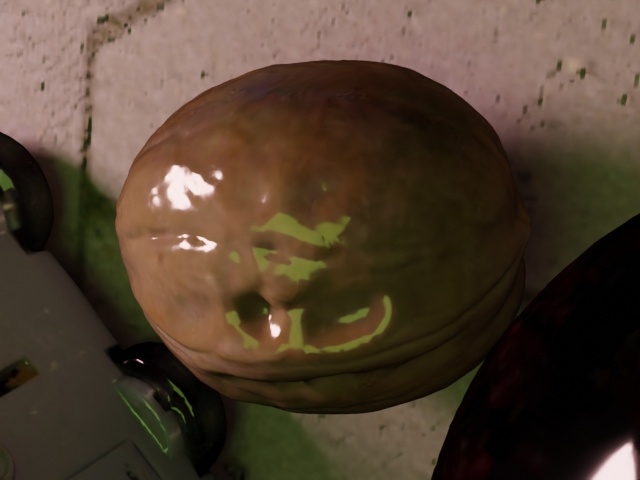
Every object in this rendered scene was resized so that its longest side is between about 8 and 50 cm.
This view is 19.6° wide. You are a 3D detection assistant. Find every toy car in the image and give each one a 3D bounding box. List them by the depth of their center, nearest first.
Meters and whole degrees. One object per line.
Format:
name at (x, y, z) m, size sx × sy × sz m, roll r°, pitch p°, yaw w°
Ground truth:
toy car at (-0.190, 0.098, 0.813) m, size 0.270 × 0.180 × 0.212 m, roll 49°, pitch 129°, yaw 7°

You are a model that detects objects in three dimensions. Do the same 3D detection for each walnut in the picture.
walnut at (0.000, -0.001, 0.710) m, size 0.162 × 0.140 × 0.140 m, roll -9°, pitch 100°, yaw 13°

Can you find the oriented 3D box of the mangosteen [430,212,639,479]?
mangosteen at (0.181, 0.128, 0.566) m, size 0.297 × 0.297 × 0.313 m, roll -3°, pitch 139°, yaw 27°
